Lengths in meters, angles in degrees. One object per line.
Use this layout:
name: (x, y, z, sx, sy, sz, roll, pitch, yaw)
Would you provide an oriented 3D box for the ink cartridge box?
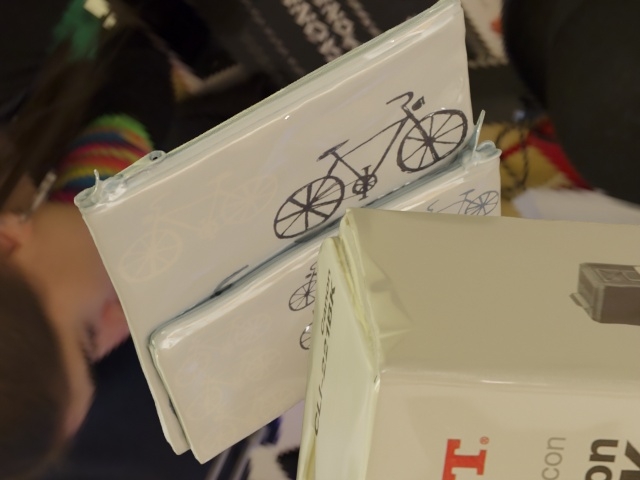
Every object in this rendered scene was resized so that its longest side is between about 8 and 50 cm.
ink cartridge box: (0.130, 0.106, 0.516, 0.273, 0.114, 0.197, 4, 114, -5)

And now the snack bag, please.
snack bag: (0.000, 0.000, 1.191, 0.037, 0.323, 0.342, 51, 163, 35)
